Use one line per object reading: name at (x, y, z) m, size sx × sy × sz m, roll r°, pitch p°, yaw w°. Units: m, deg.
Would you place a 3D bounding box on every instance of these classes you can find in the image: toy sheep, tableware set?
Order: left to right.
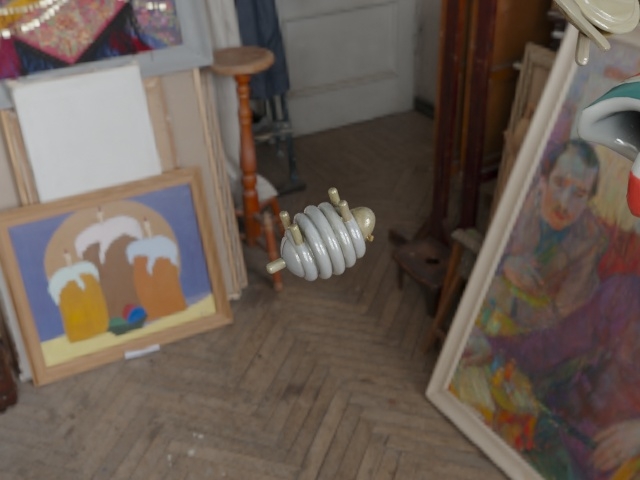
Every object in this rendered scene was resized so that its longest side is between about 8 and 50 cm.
toy sheep at (0.000, 0.000, 0.911) m, size 0.132 × 0.091 × 0.091 m, roll -24°, pitch 34°, yaw -6°
tableware set at (0.177, -0.233, 0.673) m, size 0.194 × 0.039 × 0.128 m, roll 47°, pitch 52°, yaw -2°

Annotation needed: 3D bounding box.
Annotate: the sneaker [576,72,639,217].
sneaker at (0.158, -0.013, 0.307) m, size 0.075 × 0.057 × 0.161 m, roll -20°, pitch 46°, yaw -7°
